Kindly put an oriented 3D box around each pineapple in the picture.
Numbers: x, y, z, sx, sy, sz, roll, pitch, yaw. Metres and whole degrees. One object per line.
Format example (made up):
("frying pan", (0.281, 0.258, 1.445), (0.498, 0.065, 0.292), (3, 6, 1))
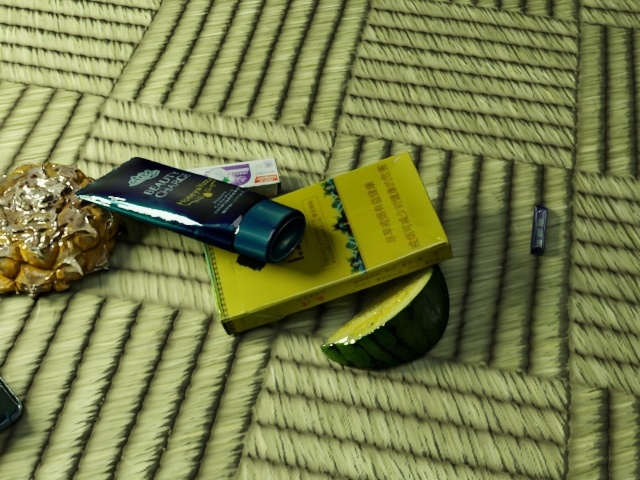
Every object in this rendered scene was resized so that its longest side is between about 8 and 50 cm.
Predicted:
("pineapple", (-0.347, -0.026, 1.061), (0.224, 0.076, 0.225), (-1, 51, 1))

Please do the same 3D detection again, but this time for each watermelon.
("watermelon", (0.099, 0.094, 0.999), (0.181, 0.075, 0.092), (-42, 18, -31))

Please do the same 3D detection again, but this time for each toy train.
("toy train", (0.280, -0.018, 1.100), (0.017, 0.017, 0.083), (11, 52, 6))

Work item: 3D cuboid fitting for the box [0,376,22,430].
("box", (-0.376, 0.162, 0.922), (0.074, 0.054, 0.099), (-35, 59, -27))

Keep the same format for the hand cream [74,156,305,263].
("hand cream", (-0.153, -0.041, 1.028), (0.270, 0.061, 0.120), (18, 37, 24))

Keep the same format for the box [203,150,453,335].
("box", (0.001, 0.000, 1.027), (0.279, 0.041, 0.153), (-20, 53, 1))

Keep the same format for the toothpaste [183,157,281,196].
("toothpaste", (-0.150, -0.069, 1.119), (0.196, 0.040, 0.047), (-8, 55, -8))
